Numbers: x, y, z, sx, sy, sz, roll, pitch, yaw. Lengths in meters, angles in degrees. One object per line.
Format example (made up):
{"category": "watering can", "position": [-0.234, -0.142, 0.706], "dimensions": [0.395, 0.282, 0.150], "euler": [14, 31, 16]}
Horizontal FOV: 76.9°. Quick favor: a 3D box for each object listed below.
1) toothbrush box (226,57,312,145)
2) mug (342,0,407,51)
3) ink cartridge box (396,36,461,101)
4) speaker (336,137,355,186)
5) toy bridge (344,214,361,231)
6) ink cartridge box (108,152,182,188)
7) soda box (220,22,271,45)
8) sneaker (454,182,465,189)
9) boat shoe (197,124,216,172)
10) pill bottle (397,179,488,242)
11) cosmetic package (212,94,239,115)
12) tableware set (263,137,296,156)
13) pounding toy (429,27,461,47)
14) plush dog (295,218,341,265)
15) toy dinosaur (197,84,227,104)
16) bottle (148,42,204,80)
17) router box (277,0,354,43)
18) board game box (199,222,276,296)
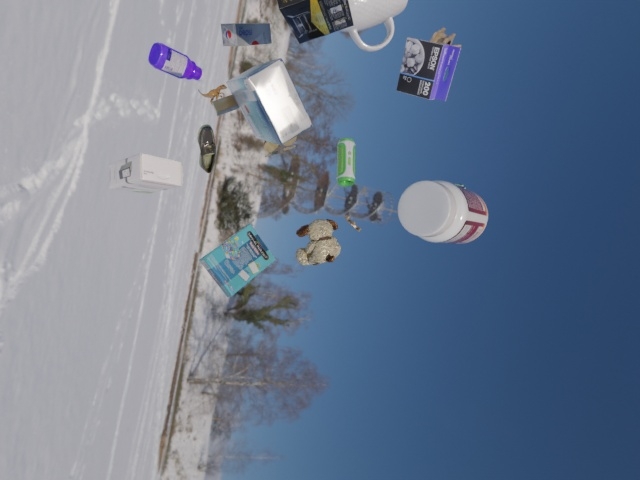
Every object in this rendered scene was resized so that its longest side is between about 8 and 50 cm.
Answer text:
{"category": "toothbrush box", "position": [-0.171, -0.442, 1.294], "dimensions": [0.216, 0.126, 0.295], "euler": [62, -12, -28]}
{"category": "mug", "position": [0.201, -1.048, 1.812], "dimensions": [0.374, 0.328, 0.276], "euler": [63, -15, -20]}
{"category": "ink cartridge box", "position": [0.419, -0.671, 1.588], "dimensions": [0.045, 0.208, 0.207], "euler": [-43, 148, -47]}
{"category": "speaker", "position": [0.167, -0.509, 2.623], "dimensions": [0.131, 0.131, 0.297], "euler": [147, -53, -65]}
{"category": "toy bridge", "position": [0.214, -0.126, 2.785], "dimensions": [0.026, 0.188, 0.063], "euler": [-52, -135, -4]}
{"category": "ink cartridge box", "position": [-0.772, -0.289, 1.780], "dimensions": [0.272, 0.198, 0.115], "euler": [-5, -94, 36]}
{"category": "soda box", "position": [-0.356, -1.006, 1.966], "dimensions": [0.286, 0.091, 0.098], "euler": [-42, 137, -51]}
{"category": "sneaker", "position": [0.596, -0.207, 1.742], "dimensions": [0.098, 0.038, 0.069], "euler": [-63, 161, -68]}
{"category": "boat shoe", "position": [-0.500, -0.404, 1.799], "dimensions": [0.073, 0.080, 0.224], "euler": [48, -40, 32]}
{"category": "pill bottle", "position": [0.457, -0.101, 1.495], "dimensions": [0.223, 0.392, 0.224], "euler": [-2, -93, 37]}
{"category": "cosmetic package", "position": [-0.333, -0.499, 1.472], "dimensions": [0.041, 0.115, 0.060], "euler": [67, -10, -5]}
{"category": "tableware set", "position": [-0.212, -0.513, 2.068], "dimensions": [0.039, 0.194, 0.128], "euler": [49, -29, 29]}
{"category": "pounding toy", "position": [0.632, -0.980, 2.092], "dimensions": [0.269, 0.154, 0.154], "euler": [-46, 166, -40]}
{"category": "plush dog", "position": [0.000, 0.000, 2.095], "dimensions": [0.210, 0.262, 0.226], "euler": [180, -103, -69]}
{"category": "toy dinosaur", "position": [-0.605, -0.810, 2.247], "dimensions": [0.211, 0.064, 0.112], "euler": [-47, 127, -44]}
{"category": "bottle", "position": [-0.689, -0.853, 1.959], "dimensions": [0.092, 0.282, 0.118], "euler": [33, -73, 25]}
{"category": "router box", "position": [-0.013, -0.884, 1.535], "dimensions": [0.309, 0.242, 0.081], "euler": [-21, 98, -79]}
{"category": "board game box", "position": [-0.445, 0.105, 2.194], "dimensions": [0.336, 0.254, 0.079], "euler": [-41, -169, -33]}
